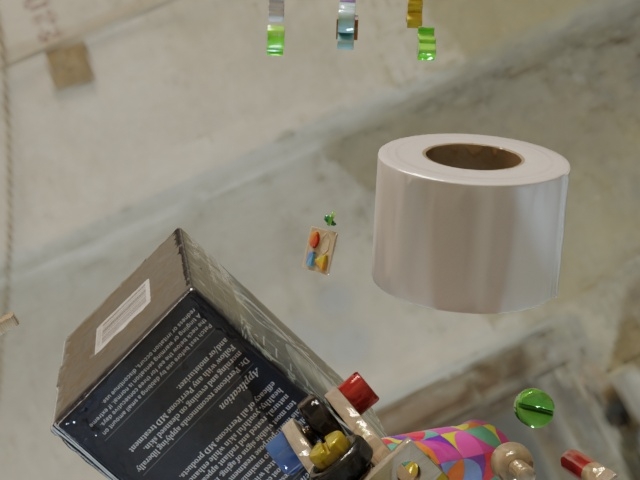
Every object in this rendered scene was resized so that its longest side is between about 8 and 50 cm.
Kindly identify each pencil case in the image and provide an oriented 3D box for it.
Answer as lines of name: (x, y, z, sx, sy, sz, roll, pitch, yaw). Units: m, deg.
pencil case: (0.128, 0.272, 1.738, 0.104, 0.236, 0.104, 0, 91, 42)

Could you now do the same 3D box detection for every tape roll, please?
tape roll: (0.189, -0.028, 1.859, 0.246, 0.246, 0.169, -136, 45, -64)

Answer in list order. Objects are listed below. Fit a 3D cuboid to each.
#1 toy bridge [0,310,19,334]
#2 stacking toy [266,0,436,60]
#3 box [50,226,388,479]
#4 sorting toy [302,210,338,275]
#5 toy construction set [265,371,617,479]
toy bridge: (-0.453, 0.043, 1.832, 0.188, 0.063, 0.026, 62, 174, -21)
stacking toy: (0.028, -0.230, 1.487, 0.221, 0.167, 0.052, -91, 2, -69)
box: (-0.142, 0.273, 2.274, 0.472, 0.297, 0.480, 45, -178, -14)
sorting toy: (0.000, 0.000, 1.889, 0.062, 0.012, 0.083, 15, 94, 53)
toy construction set: (0.107, 0.235, 1.269, 0.237, 0.309, 0.257, 178, 75, -86)
